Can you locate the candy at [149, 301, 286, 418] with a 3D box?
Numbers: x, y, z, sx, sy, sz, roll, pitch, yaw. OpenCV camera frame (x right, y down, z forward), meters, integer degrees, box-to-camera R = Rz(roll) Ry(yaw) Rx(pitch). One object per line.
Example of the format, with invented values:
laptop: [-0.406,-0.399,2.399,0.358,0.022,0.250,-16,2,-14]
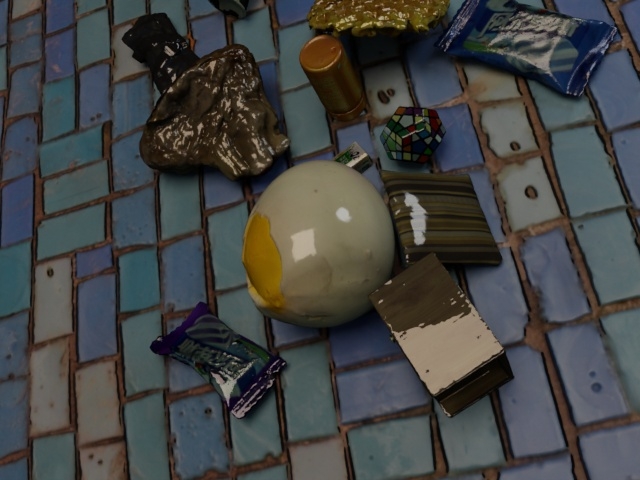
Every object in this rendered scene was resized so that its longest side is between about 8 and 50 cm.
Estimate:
candy: [-0.205,0.227,1.536,0.275,0.070,0.145,30,70,31]

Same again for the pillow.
pillow: [0.224,-0.044,1.464,0.208,0.052,0.212,0,58,-23]

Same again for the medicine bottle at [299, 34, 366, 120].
medicine bottle: [0.029,-0.341,1.644,0.096,0.192,0.096,-8,65,17]

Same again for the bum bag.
bum bag: [-0.382,-0.456,1.915,0.137,0.074,0.310,-33,60,-9]

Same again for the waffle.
waffle: [0.122,-0.494,1.676,0.302,0.068,0.325,5,28,17]

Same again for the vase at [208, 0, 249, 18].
vase: [-0.153,-0.732,1.921,0.165,0.165,0.360,21,78,27]

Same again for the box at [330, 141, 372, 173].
box: [0.013,-0.126,1.636,0.207,0.041,0.050,-37,56,0]

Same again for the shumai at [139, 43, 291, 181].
shumai: [-0.212,-0.250,1.737,0.283,0.217,0.346,37,92,-2]

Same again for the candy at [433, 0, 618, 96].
candy: [0.422,-0.421,1.610,0.331,0.077,0.187,27,80,26]

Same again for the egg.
egg: [0.000,0.000,1.443,0.283,0.283,0.345,-6,53,17]

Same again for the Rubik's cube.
Rubik's cube: [0.186,-0.214,1.575,0.133,0.133,0.112,-24,36,8]

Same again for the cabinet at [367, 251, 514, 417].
cabinet: [0.207,0.169,1.351,0.148,0.175,0.215,-33,60,2]
